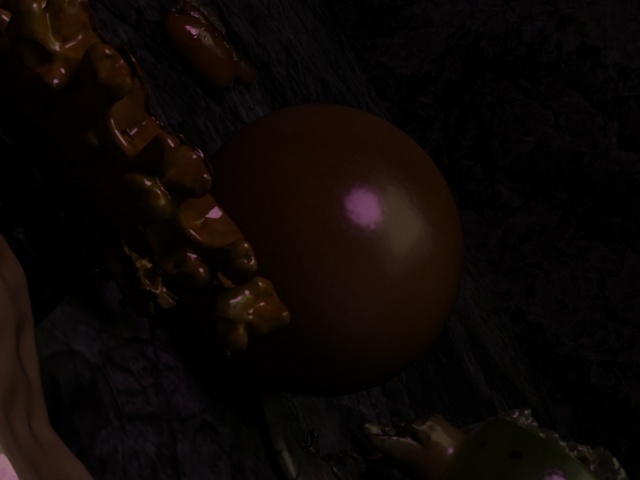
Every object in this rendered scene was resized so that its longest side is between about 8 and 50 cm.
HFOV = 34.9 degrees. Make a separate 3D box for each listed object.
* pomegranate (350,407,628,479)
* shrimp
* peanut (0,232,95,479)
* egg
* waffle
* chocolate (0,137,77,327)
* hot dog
[{"bbox_3d":[0.188,0.295,1.110,0.341,0.260,0.260,30,18,0],"label":"pomegranate"},{"bbox_3d":[-0.009,0.184,1.005,0.147,0.035,0.195,65,17,17],"label":"shrimp"},{"bbox_3d":[-0.161,0.109,0.404,0.152,0.152,0.313,31,32,-63],"label":"peanut"},{"bbox_3d":[0.000,0.000,0.922,0.250,0.250,0.322,57,12,-21],"label":"egg"},{"bbox_3d":[-0.145,-0.045,0.648,0.259,0.069,0.293,57,-20,-11],"label":"waffle"},{"bbox_3d":[-0.198,-0.009,0.612,0.148,0.080,0.125,52,19,-31],"label":"chocolate"},{"bbox_3d":[-0.134,-0.233,1.243,0.140,0.060,0.089,57,20,-33],"label":"hot dog"}]
